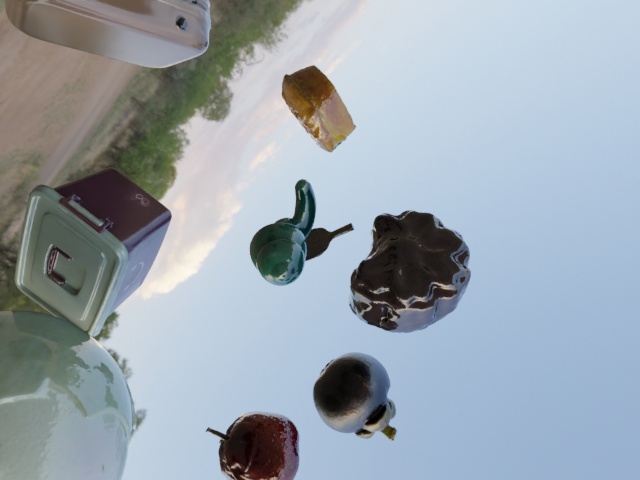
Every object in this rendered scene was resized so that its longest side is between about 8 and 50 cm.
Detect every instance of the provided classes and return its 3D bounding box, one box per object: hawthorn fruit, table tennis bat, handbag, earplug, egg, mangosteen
[{"bbox_3d":[-0.186,0.563,1.138,0.210,0.265,0.230,-60,-178,-36],"label":"hawthorn fruit"},{"bbox_3d":[0.000,0.000,1.360,0.234,0.022,0.131,-23,-137,15],"label":"table tennis bat"},{"bbox_3d":[-0.375,-0.405,0.726,0.283,0.301,0.149,2,-84,45],"label":"handbag"},{"bbox_3d":[-0.083,-0.002,1.159,0.257,0.164,0.280,-36,-148,18],"label":"earplug"},{"bbox_3d":[-0.383,0.254,0.528,0.278,0.278,0.336,-49,-120,-1],"label":"egg"},{"bbox_3d":[0.126,0.508,1.332,0.275,0.275,0.302,-47,-107,4],"label":"mangosteen"}]

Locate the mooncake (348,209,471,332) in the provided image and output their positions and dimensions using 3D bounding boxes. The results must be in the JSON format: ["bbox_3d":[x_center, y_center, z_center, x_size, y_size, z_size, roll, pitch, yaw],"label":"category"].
[{"bbox_3d":[0.271,0.083,1.285,0.349,0.212,0.382,7,-126,11],"label":"mooncake"}]

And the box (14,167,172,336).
[{"bbox_3d":[-0.417,0.016,0.782,0.294,0.193,0.168,-51,-176,35],"label":"box"}]

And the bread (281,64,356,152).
[{"bbox_3d":[-0.017,-0.378,1.137,0.129,0.260,0.134,-36,172,3],"label":"bread"}]
